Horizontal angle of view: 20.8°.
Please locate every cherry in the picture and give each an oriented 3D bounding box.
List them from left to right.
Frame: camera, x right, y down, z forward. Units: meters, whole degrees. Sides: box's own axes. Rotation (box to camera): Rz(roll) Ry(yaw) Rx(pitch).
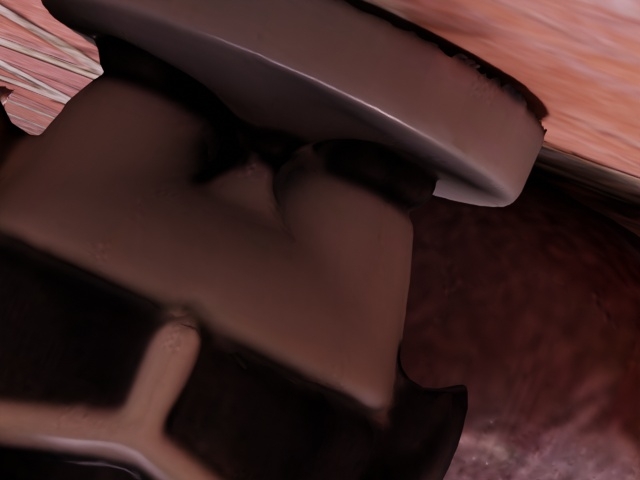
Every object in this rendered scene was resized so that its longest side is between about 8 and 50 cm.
[{"bbox_3d":[0.034,0.042,0.514,0.176,0.140,0.176,4,161,1],"label":"cherry"}]

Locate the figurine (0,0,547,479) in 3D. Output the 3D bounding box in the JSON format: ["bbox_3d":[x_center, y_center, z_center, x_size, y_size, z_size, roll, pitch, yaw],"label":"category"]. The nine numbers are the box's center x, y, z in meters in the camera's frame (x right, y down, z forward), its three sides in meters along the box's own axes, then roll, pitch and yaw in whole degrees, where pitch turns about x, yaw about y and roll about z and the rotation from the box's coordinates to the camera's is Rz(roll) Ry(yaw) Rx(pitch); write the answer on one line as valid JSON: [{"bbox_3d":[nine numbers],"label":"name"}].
[{"bbox_3d":[-0.061,0.056,0.380,0.176,0.236,0.133,22,176,-2],"label":"figurine"}]

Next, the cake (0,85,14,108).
[{"bbox_3d":[-0.322,-0.110,1.186,0.287,0.135,0.098,-5,156,38],"label":"cake"}]
